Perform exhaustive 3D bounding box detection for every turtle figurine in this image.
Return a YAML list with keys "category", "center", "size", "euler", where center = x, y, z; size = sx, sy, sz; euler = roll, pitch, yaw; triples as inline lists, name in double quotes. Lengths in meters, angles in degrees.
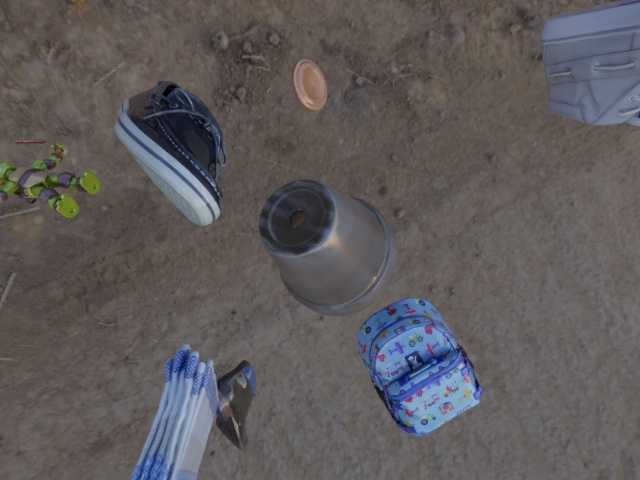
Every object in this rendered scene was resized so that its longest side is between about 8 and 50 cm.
- category: "turtle figurine"
  center: [-0.585, -0.110, 0.839]
  size: [0.217, 0.087, 0.270]
  euler: [18, 40, 10]

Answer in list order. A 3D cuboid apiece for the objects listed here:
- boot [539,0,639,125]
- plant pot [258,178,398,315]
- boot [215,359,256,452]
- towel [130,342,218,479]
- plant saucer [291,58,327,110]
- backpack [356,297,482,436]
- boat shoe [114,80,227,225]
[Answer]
- category: "boot"
  center: [0.342, -0.178, 0.413]
  size: [0.095, 0.258, 0.124]
  euler: [-23, 115, -13]
- category: "plant pot"
  center: [0.000, 0.000, 1.007]
  size: [0.323, 0.280, 0.323]
  euler: [-8, 67, 21]
- category: "boot"
  center: [-0.165, 0.352, 0.870]
  size: [0.082, 0.219, 0.106]
  euler: [21, 46, 33]
- category: "towel"
  center: [-0.135, 0.242, 0.317]
  size: [0.034, 0.209, 0.285]
  euler: [14, 59, -3]
- category: "plant saucer"
  center: [-0.016, -0.260, 0.693]
  size: [0.083, 0.013, 0.084]
  euler: [3, 86, -48]
- category: "backpack"
  center: [0.146, 0.185, 0.642]
  size: [0.158, 0.117, 0.173]
  euler: [-27, 108, 1]
- category: "boat shoe"
  center: [-0.265, -0.192, 0.770]
  size: [0.156, 0.187, 0.500]
  euler: [-35, 39, -6]
